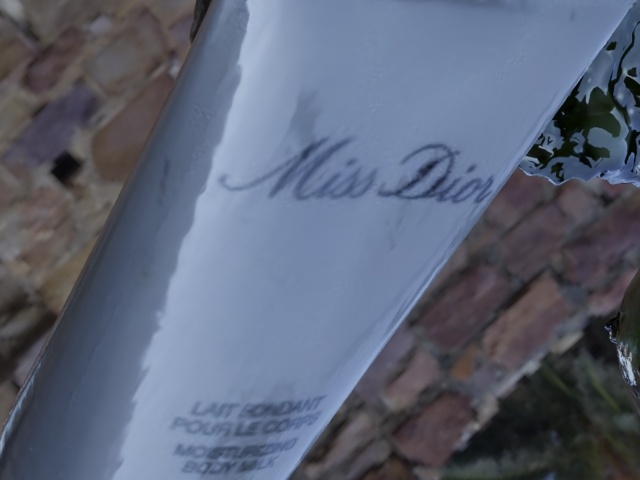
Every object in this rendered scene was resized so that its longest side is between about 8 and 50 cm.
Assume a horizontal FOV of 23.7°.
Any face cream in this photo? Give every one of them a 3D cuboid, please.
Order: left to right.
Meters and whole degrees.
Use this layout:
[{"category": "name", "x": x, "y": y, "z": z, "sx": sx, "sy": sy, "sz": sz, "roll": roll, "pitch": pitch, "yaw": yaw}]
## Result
[{"category": "face cream", "x": -0.029, "y": 0.022, "z": 0.477, "sx": 0.314, "sy": 0.143, "sz": 0.089, "roll": -58, "pitch": -132, "yaw": 33}]

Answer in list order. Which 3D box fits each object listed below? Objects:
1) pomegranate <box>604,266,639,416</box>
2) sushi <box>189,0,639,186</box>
[{"category": "pomegranate", "x": 0.255, "y": 0.056, "z": 0.814, "sx": 0.205, "sy": 0.159, "sz": 0.159, "roll": 4, "pitch": -156, "yaw": 3}, {"category": "sushi", "x": 0.121, "y": -0.153, "z": 1.001, "sx": 0.294, "sy": 0.352, "sz": 0.178, "roll": 33, "pitch": -66, "yaw": 38}]
